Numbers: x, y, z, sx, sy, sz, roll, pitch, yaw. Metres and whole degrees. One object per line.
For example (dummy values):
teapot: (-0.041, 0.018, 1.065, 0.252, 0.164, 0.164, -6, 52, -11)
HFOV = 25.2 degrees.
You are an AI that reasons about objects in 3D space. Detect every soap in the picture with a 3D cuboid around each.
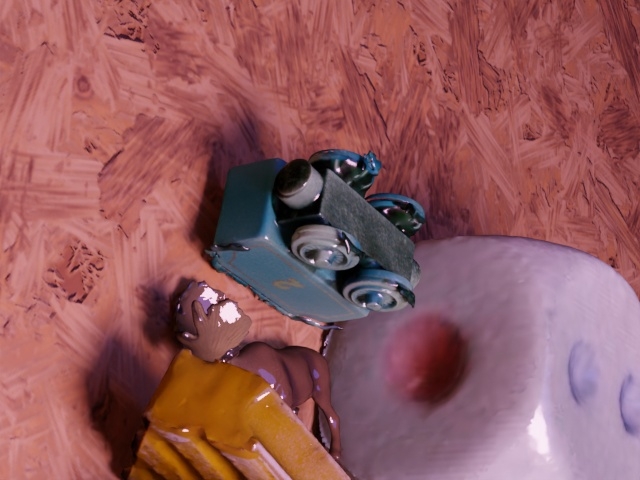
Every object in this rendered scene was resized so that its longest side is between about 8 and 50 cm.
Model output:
soap: (-0.069, 0.203, 1.219, 0.257, 0.160, 0.080, 55, 41, -32)

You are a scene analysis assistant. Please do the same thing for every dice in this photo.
dice: (0.178, 0.159, 1.466, 0.262, 0.268, 0.265, 30, 59, -46)

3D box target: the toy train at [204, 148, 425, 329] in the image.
toy train: (0.000, 0.000, 1.350, 0.203, 0.163, 0.112, 41, 51, -42)

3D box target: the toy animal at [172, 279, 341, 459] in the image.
toy animal: (-0.064, 0.125, 1.315, 0.214, 0.093, 0.186, -5, 92, -60)
